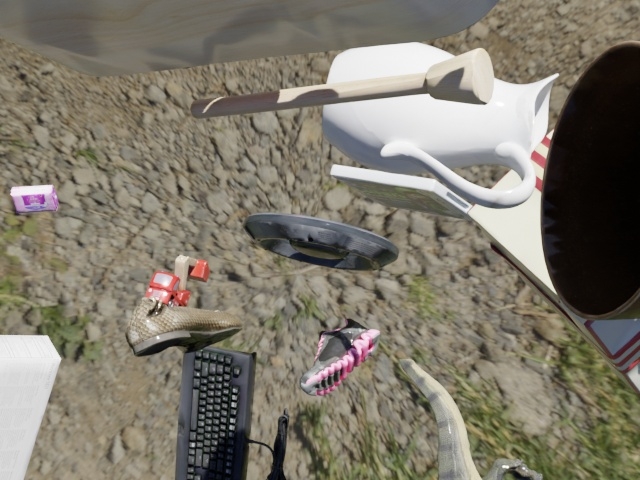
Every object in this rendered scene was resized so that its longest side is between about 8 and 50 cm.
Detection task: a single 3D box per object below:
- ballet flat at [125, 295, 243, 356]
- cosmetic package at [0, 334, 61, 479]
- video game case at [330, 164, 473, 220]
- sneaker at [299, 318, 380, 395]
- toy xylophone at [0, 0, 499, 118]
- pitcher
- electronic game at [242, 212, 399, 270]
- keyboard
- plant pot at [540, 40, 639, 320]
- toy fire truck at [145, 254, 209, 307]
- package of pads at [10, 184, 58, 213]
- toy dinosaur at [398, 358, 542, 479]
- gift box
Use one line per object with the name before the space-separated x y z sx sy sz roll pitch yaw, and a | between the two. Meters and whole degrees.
ballet flat | -0.157 0.096 1.070 0.084 0.250 0.058 -27 79 13
cosmetic package | -0.407 0.231 1.149 0.099 0.060 0.239 7 114 -37
video game case | 0.137 -0.075 1.481 0.190 0.173 0.022 12 82 36
sneaker | 0.012 0.128 1.044 0.057 0.047 0.119 36 50 25
toy xylophone | -0.048 -0.129 0.424 0.322 0.236 0.081 3 80 25
pitcher | 0.104 -0.104 0.855 0.207 0.178 0.125 11 131 11
electronic game | 0.000 0.000 1.334 0.229 0.229 0.048 12 80 -1
keyboard | -0.140 0.329 1.516 0.201 0.033 0.317 8 107 8
plant pot | 0.329 -0.034 0.738 0.230 0.215 0.215 6 88 -12
toy fire truck | -0.259 0.078 1.690 0.047 0.192 0.135 13 72 9
package of pads | -0.559 -0.081 1.809 0.083 0.032 0.050 -4 131 0
toy dinosaur | 0.134 0.227 0.756 0.118 0.064 0.268 5 66 -18
gift box | 0.371 -0.007 1.074 0.276 0.255 0.258 -47 48 9
